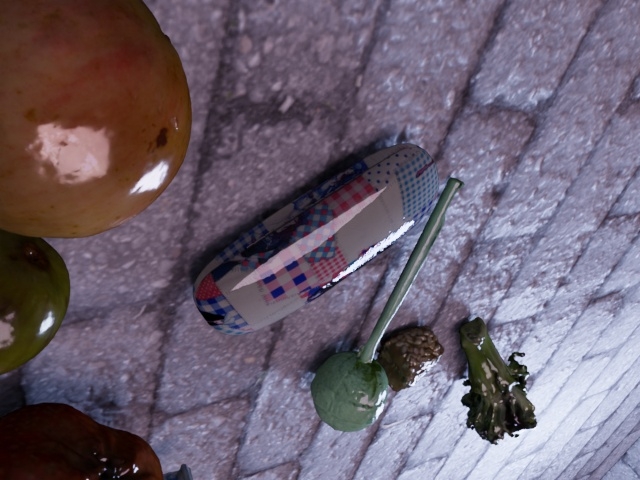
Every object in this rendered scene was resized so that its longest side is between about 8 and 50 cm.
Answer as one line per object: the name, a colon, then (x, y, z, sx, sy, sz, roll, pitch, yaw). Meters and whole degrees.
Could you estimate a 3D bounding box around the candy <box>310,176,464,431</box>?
candy: (0.100, 0.104, 0.970, 0.119, 0.119, 0.439, 2, 121, -39)

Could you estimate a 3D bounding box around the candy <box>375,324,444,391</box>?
candy: (0.149, 0.196, 1.108, 0.110, 0.085, 0.095, -18, 148, -40)

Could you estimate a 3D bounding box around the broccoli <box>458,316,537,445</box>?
broccoli: (0.321, 0.257, 1.270, 0.146, 0.164, 0.304, -11, 131, 18)

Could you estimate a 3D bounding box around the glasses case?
glasses case: (0.000, 0.000, 0.783, 0.328, 0.076, 0.125, -34, 143, -4)

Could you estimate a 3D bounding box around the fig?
fig: (-0.310, 0.066, 0.556, 0.148, 0.142, 0.186, 41, 87, -25)

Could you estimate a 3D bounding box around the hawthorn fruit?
hawthorn fruit: (-0.335, 0.352, 0.741, 0.330, 0.287, 0.287, -41, 142, 14)

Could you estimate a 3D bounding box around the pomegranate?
pomegranate: (-0.184, -0.094, 0.455, 0.191, 0.191, 0.191, -21, 140, -19)

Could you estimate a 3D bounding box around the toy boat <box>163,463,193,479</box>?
toy boat: (-0.245, 0.398, 0.967, 0.115, 0.114, 0.261, -6, 130, -19)
